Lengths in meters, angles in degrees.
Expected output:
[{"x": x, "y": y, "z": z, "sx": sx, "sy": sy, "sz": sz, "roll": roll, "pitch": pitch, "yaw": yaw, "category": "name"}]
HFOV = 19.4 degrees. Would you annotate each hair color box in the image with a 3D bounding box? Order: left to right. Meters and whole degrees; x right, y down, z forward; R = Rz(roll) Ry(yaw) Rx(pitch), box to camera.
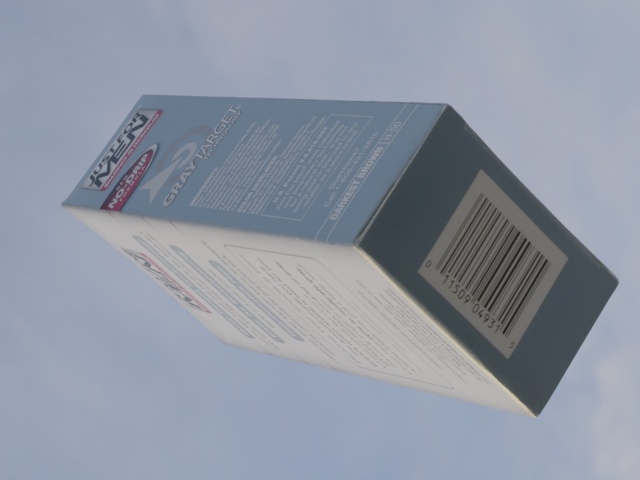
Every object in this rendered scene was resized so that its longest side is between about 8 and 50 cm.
[{"x": 0.000, "y": 0.000, "z": 1.269, "sx": 0.185, "sy": 0.374, "sz": 0.113, "roll": 43, "pitch": -110, "yaw": -29, "category": "hair color box"}]
